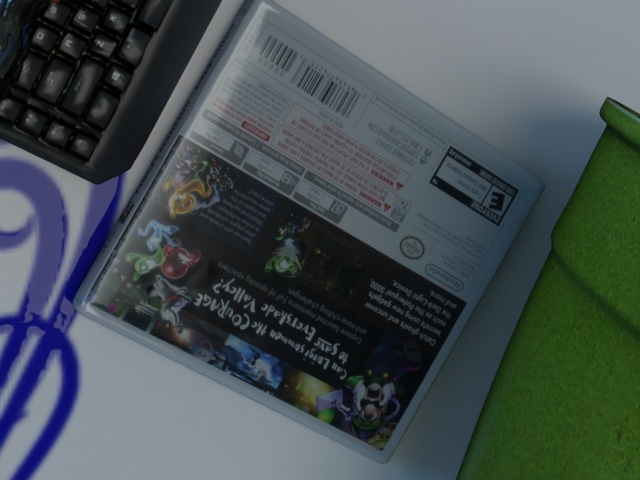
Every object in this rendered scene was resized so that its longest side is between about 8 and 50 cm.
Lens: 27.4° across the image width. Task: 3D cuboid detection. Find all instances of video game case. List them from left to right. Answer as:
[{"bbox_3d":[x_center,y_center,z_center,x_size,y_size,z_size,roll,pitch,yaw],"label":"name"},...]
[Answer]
[{"bbox_3d":[0.000,0.000,0.657,0.190,0.022,0.173,30,89,-25],"label":"video game case"}]

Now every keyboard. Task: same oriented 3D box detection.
[{"bbox_3d":[-0.100,-0.201,0.567,0.201,0.033,0.317,27,90,-24],"label":"keyboard"}]

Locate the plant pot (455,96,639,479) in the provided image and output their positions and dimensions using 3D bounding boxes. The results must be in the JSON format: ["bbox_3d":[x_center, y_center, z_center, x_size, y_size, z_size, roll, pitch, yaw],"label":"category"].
[{"bbox_3d":[0.204,0.176,0.624,0.366,0.366,0.353,24,104,-24],"label":"plant pot"}]

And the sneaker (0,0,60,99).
[{"bbox_3d":[-0.154,-0.095,0.520,0.087,0.083,0.221,34,84,-8],"label":"sneaker"}]
